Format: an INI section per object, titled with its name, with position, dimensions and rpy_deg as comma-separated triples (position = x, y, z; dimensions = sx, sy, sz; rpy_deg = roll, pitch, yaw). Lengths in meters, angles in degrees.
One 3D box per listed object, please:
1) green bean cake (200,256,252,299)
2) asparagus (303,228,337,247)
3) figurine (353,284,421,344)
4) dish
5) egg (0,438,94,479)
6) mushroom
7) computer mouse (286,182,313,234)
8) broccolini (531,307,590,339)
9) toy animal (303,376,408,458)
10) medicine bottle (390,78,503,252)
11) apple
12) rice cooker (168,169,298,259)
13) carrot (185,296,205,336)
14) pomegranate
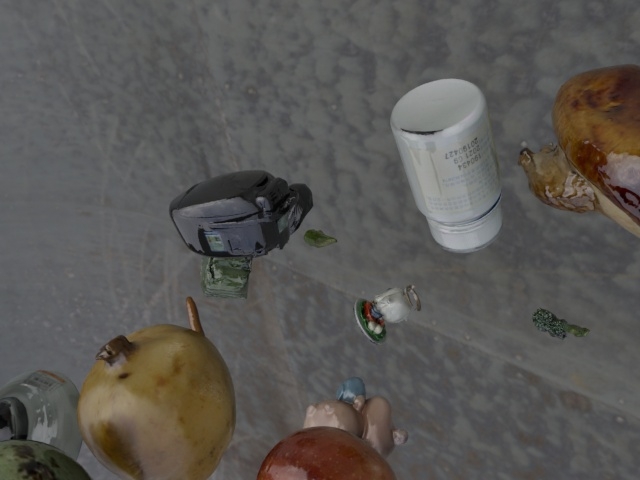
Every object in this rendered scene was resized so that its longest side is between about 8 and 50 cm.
[green bean cake]
position = -0.213, 0.022, 1.489
dimensions = 0.125, 0.222, 0.227
rpy_deg = 8, 164, -12
[asparagus]
position = 0.000, 0.000, 1.597
dimensions = 0.041, 0.045, 0.178
rpy_deg = 50, 171, -16
[figurine]
position = 0.176, 0.171, 1.566
dimensions = 0.154, 0.132, 0.132
rpy_deg = -33, 94, 26
[dish]
position = -0.637, 0.397, 1.312
dimensions = 0.273, 0.273, 0.134
rpy_deg = 27, 176, 33
[egg]
position = -0.472, 0.491, 1.000
dimensions = 0.287, 0.287, 0.379
rpy_deg = 25, 127, 34
[mushroom]
position = 0.470, -0.087, 0.949
dimensions = 0.345, 0.345, 0.259
rpy_deg = 49, 119, 6
[computer mouse]
position = -0.079, -0.089, 1.717
dimensions = 0.099, 0.172, 0.057
rpy_deg = 24, 159, 5
[broccolini]
position = 0.475, 0.178, 1.250
dimensions = 0.057, 0.254, 0.071
rpy_deg = -21, 64, 29
[toy animal]
position = 0.081, 0.502, 1.680
dimensions = 0.210, 0.221, 0.229
rpy_deg = -28, 89, 45
[medicine bottle]
position = 0.205, -0.108, 0.992
dimensions = 0.143, 0.143, 0.258
rpy_deg = 19, 147, 39
[apple]
position = 0.013, 0.345, 0.839
dimensions = 0.201, 0.162, 0.201
rpy_deg = 14, 107, 51
[rice cooker]
position = -0.133, -0.041, 0.984
dimensions = 0.203, 0.142, 0.118
rpy_deg = 0, 118, 25
[carrot]
position = -0.360, 0.278, 1.872
dimensions = 0.043, 0.043, 0.248
rpy_deg = -51, 52, 55
[pomegranate]
position = -0.283, 0.300, 1.133
dimensions = 0.307, 0.307, 0.307
rpy_deg = 30, 140, 29
